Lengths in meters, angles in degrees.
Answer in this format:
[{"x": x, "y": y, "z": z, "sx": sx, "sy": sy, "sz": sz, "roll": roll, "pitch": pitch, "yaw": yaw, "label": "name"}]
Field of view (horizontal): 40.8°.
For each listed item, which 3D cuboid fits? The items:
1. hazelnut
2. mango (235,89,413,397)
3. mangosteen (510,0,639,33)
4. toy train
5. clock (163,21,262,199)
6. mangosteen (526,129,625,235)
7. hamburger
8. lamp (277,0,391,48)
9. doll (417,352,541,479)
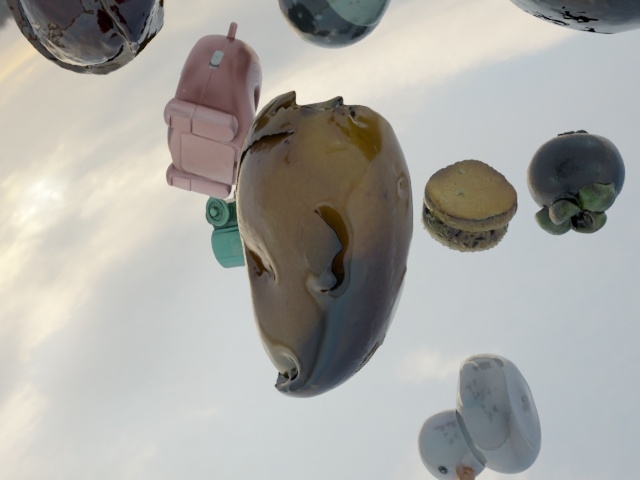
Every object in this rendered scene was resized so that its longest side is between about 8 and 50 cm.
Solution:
[{"x": -0.264, "y": -0.267, "z": 0.968, "sx": 0.202, "sy": 0.170, "sz": 0.160, "roll": -31, "pitch": 180, "yaw": 36, "label": "hazelnut"}, {"x": 0.000, "y": 0.000, "z": 0.809, "sx": 0.153, "sy": 0.287, "sz": 0.201, "roll": -19, "pitch": -141, "yaw": -32, "label": "mango"}, {"x": 0.261, "y": -0.326, "z": 0.697, "sx": 0.313, "sy": 0.297, "sz": 0.296, "roll": -35, "pitch": -156, "yaw": 47, "label": "mangosteen"}, {"x": -0.102, "y": -0.025, "z": 1.506, "sx": 0.248, "sy": 0.159, "sz": 0.101, "roll": -7, "pitch": -173, "yaw": 41, "label": "toy train"}, {"x": -0.157, "y": -0.220, "z": 1.403, "sx": 0.227, "sy": 0.142, "sz": 0.241, "roll": 106, "pitch": -3, "yaw": -59, "label": "clock"}, {"x": 0.563, "y": -0.127, "z": 1.903, "sx": 0.243, "sy": 0.243, "sz": 0.243, "roll": -33, "pitch": -152, "yaw": 21, "label": "mangosteen"}, {"x": 0.285, "y": -0.055, "z": 1.654, "sx": 0.182, "sy": 0.117, "sz": 0.191, "roll": -6, "pitch": -138, "yaw": -1, "label": "hamburger"}, {"x": 0.050, "y": -0.405, "z": 1.336, "sx": 0.182, "sy": 0.182, "sz": 0.314, "roll": -53, "pitch": -160, "yaw": -18, "label": "lamp"}, {"x": 0.275, "y": 0.329, "z": 1.543, "sx": 0.221, "sy": 0.221, "sz": 0.251, "roll": -26, "pitch": -139, "yaw": 32, "label": "doll"}]
